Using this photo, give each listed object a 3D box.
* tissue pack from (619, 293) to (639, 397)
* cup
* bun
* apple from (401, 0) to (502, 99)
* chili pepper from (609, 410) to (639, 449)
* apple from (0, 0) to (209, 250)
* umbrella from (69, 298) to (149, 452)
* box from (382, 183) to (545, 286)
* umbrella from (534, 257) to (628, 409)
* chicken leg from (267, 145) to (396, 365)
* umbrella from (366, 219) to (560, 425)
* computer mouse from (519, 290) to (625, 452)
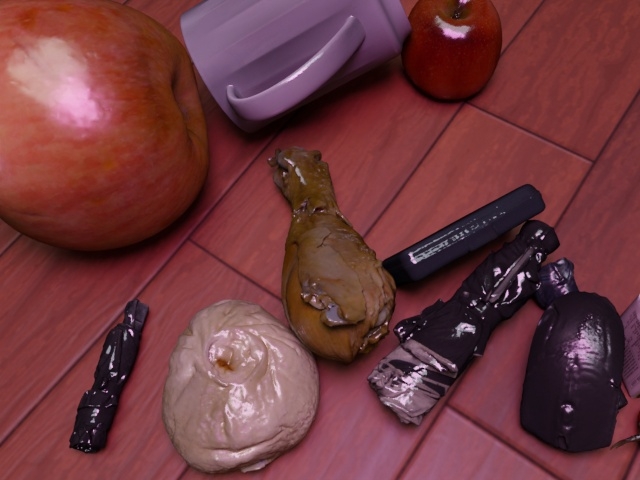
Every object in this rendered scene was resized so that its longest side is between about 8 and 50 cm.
[{"bbox_3d":[0.467,0.138,0.860,0.099,0.148,0.106,-11,62,0],"label":"tissue pack"},{"bbox_3d":[-0.031,-0.331,1.036,0.327,0.236,0.322,-25,39,14],"label":"cup"},{"bbox_3d":[-0.123,0.201,0.885,0.244,0.153,0.243,-4,62,8],"label":"bun"},{"bbox_3d":[0.232,-0.347,1.128,0.181,0.168,0.180,1,65,-1],"label":"apple"},{"bbox_3d":[0.464,0.250,0.838,0.192,0.086,0.084,-11,90,-11],"label":"chili pepper"},{"bbox_3d":[-0.357,-0.179,0.976,0.347,0.391,0.391,-14,62,0],"label":"apple"},{"bbox_3d":[-0.314,0.197,0.955,0.066,0.059,0.235,-21,47,43],"label":"umbrella"},{"bbox_3d":[0.209,-0.004,0.959,0.230,0.160,0.050,-28,86,-9],"label":"box"},{"bbox_3d":[0.381,0.135,0.921,0.072,0.080,0.224,0,60,-35],"label":"umbrella"},{"bbox_3d":[0.000,0.000,0.970,0.153,0.202,0.429,-45,44,31],"label":"chicken leg"},{"bbox_3d":[0.209,0.101,0.903,0.357,0.106,0.113,-46,60,-8],"label":"umbrella"},{"bbox_3d":[0.342,0.174,0.857,0.122,0.073,0.217,8,86,29],"label":"computer mouse"}]
